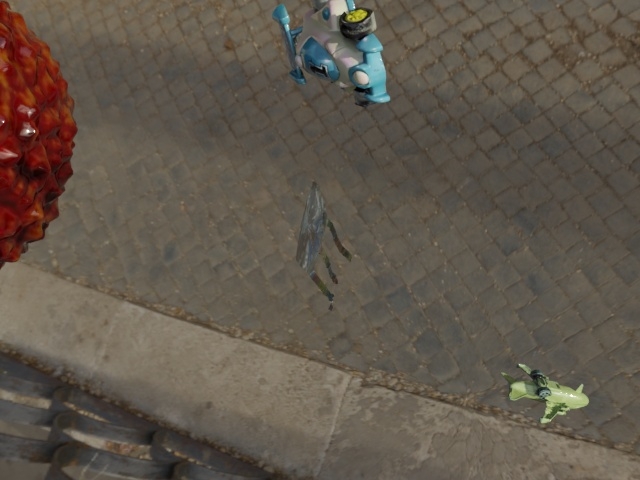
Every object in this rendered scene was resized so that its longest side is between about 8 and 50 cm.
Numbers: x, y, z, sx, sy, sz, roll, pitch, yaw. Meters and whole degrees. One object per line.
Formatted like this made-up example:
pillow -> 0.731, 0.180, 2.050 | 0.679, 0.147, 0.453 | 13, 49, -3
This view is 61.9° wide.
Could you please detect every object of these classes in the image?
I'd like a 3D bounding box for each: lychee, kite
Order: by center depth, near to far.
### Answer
lychee -> -0.553, -0.174, 0.711 | 0.425, 0.424, 0.499 | -10, 91, 12
kite -> -0.002, 0.000, 0.945 | 0.015, 0.310, 0.169 | 9, 104, -18

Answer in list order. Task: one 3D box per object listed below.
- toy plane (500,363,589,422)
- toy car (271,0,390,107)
toy plane -> 0.286, 0.192, 0.673 | 0.111, 0.102, 0.040 | 7, 120, 0
toy car -> 0.013, -0.215, 0.628 | 0.098, 0.126, 0.161 | -21, 47, -2
